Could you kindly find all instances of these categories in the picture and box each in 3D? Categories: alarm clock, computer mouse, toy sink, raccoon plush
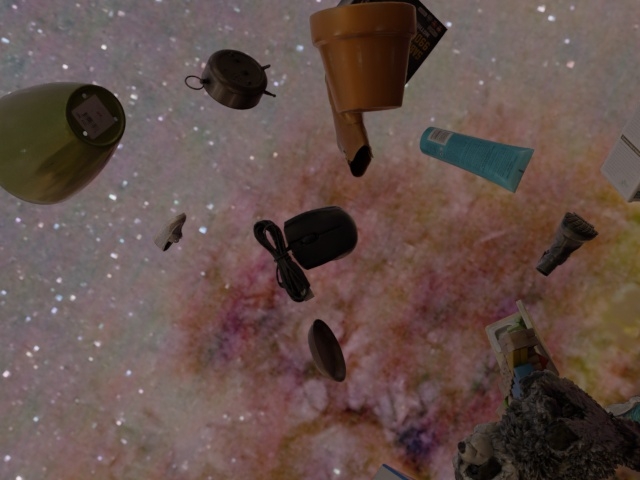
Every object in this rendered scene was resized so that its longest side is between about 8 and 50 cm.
[{"bbox_3d":[-0.187,-0.327,1.619,0.192,0.129,0.064,-17,-25,-36],"label":"alarm clock"},{"bbox_3d":[0.000,0.000,1.679,0.072,0.188,0.272,-31,-2,43],"label":"computer mouse"},{"bbox_3d":[0.556,0.298,2.244,0.131,0.152,0.234,-27,-40,13],"label":"toy sink"},{"bbox_3d":[0.483,0.475,1.620,0.299,0.446,0.216,-56,6,25],"label":"raccoon plush"}]

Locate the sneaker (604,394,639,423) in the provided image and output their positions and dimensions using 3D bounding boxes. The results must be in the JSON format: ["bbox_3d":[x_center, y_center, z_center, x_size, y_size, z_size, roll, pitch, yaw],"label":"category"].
[{"bbox_3d":[0.754,0.433,1.870,0.275,0.107,0.110,113,175,-65],"label":"sneaker"}]

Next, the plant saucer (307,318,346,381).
[{"bbox_3d":[0.012,0.279,2.005,0.029,0.168,0.168,-26,-13,18],"label":"plant saucer"}]

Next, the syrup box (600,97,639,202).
[{"bbox_3d":[0.585,-0.184,1.357,0.093,0.096,0.236,-2,-47,-23],"label":"syrup box"}]

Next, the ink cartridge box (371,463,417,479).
[{"bbox_3d":[0.208,0.579,1.762,0.086,0.148,0.203,-58,-35,-8],"label":"ink cartridge box"}]

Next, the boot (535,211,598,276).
[{"bbox_3d":[0.560,0.021,1.853,0.161,0.083,0.246,-55,-15,14],"label":"boot"}]

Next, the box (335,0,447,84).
[{"bbox_3d":[0.141,-0.462,1.748,0.231,0.056,0.183,35,-85,-33],"label":"box"}]

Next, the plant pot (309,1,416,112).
[{"bbox_3d":[0.088,-0.346,1.552,0.205,0.205,0.187,-17,-77,-62],"label":"plant pot"}]

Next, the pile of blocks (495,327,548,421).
[{"bbox_3d":[0.522,0.364,1.994,0.113,0.149,0.362,-16,-54,-11],"label":"pile of blocks"}]

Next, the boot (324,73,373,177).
[{"bbox_3d":[0.087,-0.324,2.074,0.104,0.211,0.295,-12,-39,-8],"label":"boot"}]

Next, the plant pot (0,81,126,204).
[{"bbox_3d":[-0.557,-0.236,1.761,0.275,0.294,0.274,8,-102,-41],"label":"plant pot"}]

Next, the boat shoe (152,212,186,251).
[{"bbox_3d":[-0.435,-0.021,2.353,0.184,0.063,0.066,-36,-2,42],"label":"boat shoe"}]

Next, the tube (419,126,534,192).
[{"bbox_3d":[0.270,-0.151,1.411,0.052,0.207,0.080,13,-80,-50],"label":"tube"}]
